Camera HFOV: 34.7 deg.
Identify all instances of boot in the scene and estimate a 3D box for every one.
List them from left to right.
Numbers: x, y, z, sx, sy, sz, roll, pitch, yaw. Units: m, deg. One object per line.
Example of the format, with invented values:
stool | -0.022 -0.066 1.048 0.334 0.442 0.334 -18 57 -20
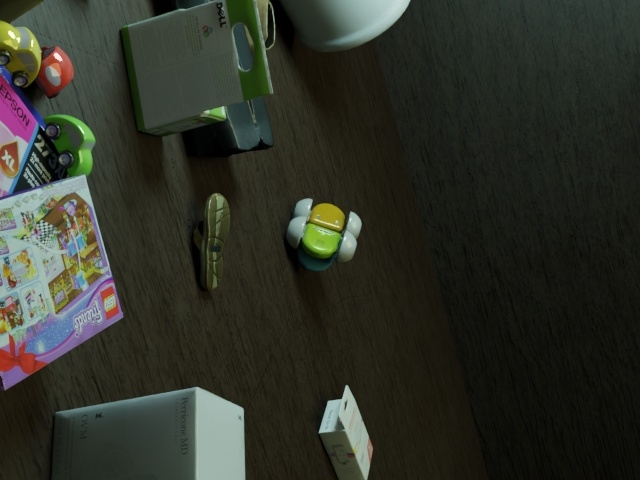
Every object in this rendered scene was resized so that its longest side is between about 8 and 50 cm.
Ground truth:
boot | -0.163 -0.393 2.031 0.367 0.146 0.445 -18 91 -55
boot | -0.157 -0.527 2.228 0.112 0.115 0.305 37 43 -60

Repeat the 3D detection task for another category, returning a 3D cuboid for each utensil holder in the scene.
utensil holder | 0.005 -0.704 2.483 0.385 0.327 0.327 53 31 -47

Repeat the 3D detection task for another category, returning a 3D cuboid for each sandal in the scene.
sandal | -0.207 0.001 1.875 0.072 0.049 0.180 16 78 -62

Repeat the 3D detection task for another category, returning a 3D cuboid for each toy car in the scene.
toy car | -0.358 -0.188 1.396 0.225 0.053 0.239 64 4 3
toy car | 0.000 0.000 2.349 0.182 0.159 0.136 -74 -177 -54

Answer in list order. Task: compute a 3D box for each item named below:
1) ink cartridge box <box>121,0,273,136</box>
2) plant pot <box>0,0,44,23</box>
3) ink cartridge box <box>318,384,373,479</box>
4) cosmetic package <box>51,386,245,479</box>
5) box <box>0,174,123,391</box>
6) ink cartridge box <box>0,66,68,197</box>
ink cartridge box | -0.196 -0.299 1.754 0.097 0.255 0.189 2 77 -71
plant pot | -0.443 -0.330 1.322 0.096 0.109 0.109 63 20 -2
ink cartridge box | 0.053 0.437 2.309 0.115 0.067 0.198 -70 145 -58
cosmetic package | -0.224 0.329 1.342 0.138 0.224 0.224 44 38 -59
box | -0.349 0.042 1.234 0.293 0.057 0.201 -37 115 -71
ink cartridge box | -0.413 -0.081 1.313 0.371 0.069 0.176 -87 156 -43
